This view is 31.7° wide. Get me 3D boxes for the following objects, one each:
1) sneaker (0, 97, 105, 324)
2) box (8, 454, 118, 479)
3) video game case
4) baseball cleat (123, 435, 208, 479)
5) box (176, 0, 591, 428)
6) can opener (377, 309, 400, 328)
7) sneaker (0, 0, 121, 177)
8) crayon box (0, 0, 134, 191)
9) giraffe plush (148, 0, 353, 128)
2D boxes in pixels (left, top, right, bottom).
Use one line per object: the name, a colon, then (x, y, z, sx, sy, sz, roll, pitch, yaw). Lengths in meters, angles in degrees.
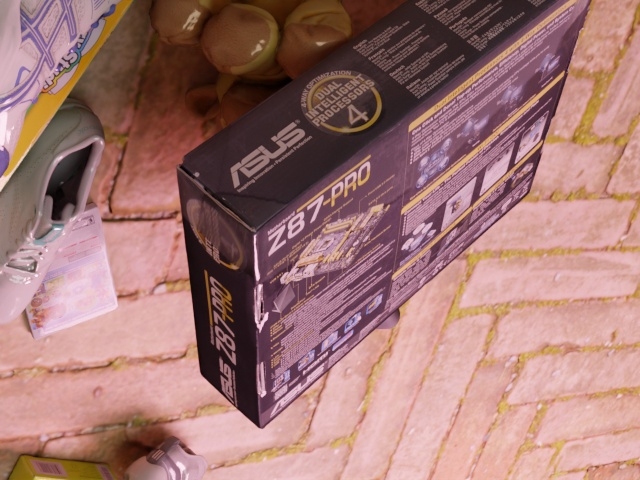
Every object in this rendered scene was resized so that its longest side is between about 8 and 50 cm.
sneaker: (-0.242, -0.014, 0.952, 0.080, 0.094, 0.212, 17, 104, -36)
box: (-0.299, 0.312, 1.185, 0.109, 0.042, 0.178, 17, 108, -42)
video game case: (-0.239, 0.030, 1.052, 0.087, 0.011, 0.122, -22, 130, -23)
baseball cleat: (-0.165, 0.297, 1.251, 0.109, 0.072, 0.206, -40, 151, -35)
box: (0.059, -0.049, 0.981, 0.395, 0.097, 0.318, -39, 157, -24)
can opener: (0.000, 0.000, 1.178, 0.283, 0.095, 0.076, 56, 38, -48)
sneaker: (-0.184, -0.164, 0.772, 0.131, 0.112, 0.296, 4, 116, -38)
crayon box: (-0.290, -0.128, 0.855, 0.165, 0.081, 0.278, 30, 99, -44)
giraffe plush: (-0.051, -0.158, 0.979, 0.210, 0.181, 0.170, -51, 161, -48)
